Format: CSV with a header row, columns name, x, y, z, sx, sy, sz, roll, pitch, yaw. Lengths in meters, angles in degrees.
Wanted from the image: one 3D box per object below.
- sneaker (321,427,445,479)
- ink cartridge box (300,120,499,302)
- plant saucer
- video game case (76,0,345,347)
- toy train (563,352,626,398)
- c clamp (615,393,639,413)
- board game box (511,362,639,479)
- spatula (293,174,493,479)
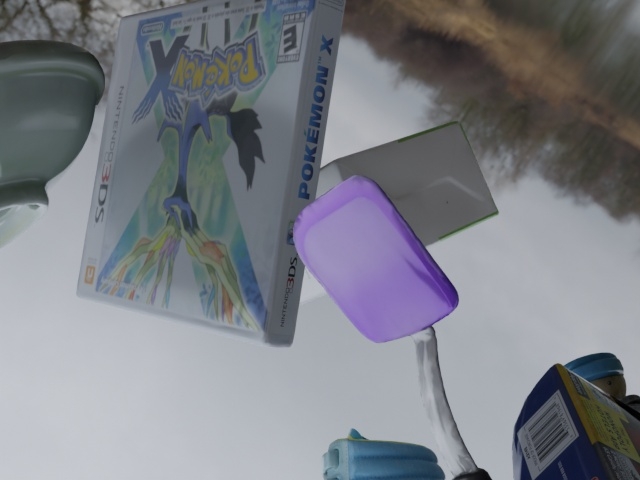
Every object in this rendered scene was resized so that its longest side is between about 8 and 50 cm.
name,x,y,z,sx,sy,sz,roll,pitch,yaw
sneaker,0.009,0.319,0.989,0.127,0.319,0.208,45,-158,-52
ink cartridge box,0.000,0.000,1.090,0.207,0.353,0.119,-22,-93,-41
plant saucer,-0.348,-0.026,0.808,0.101,0.400,0.400,61,-165,1
video game case,-0.116,-0.074,0.875,0.036,0.300,0.329,10,177,-41
toy train,0.283,0.116,0.669,0.105,0.248,0.143,8,-125,-43
c clamp,0.214,0.155,0.578,0.161,0.022,0.137,-119,13,-46
board game box,0.166,0.160,0.350,0.194,0.060,0.194,32,-159,-15
spatula,0.073,0.105,0.527,0.030,0.084,0.296,-23,-95,-45
